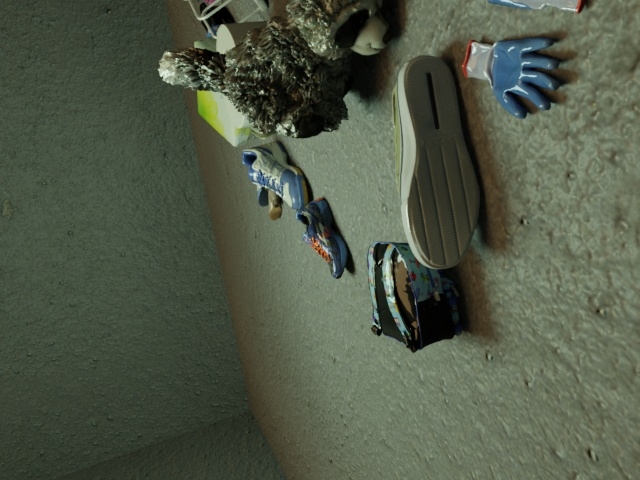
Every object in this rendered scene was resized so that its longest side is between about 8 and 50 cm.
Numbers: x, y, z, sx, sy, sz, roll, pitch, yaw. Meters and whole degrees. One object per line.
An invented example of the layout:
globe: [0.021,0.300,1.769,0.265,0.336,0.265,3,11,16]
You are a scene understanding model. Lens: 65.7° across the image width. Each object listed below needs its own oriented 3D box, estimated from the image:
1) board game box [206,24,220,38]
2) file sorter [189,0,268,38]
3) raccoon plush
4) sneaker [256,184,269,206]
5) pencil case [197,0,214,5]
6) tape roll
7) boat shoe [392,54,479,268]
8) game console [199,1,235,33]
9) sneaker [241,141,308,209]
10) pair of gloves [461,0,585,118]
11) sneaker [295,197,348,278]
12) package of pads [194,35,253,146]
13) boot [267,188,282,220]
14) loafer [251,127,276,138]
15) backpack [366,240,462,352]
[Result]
board game box: [-0.337,-0.604,1.710,0.160,0.047,0.210,53,152,7]
file sorter: [-0.301,-0.699,1.277,0.277,0.173,0.192,46,-168,-52]
raccoon plush: [-0.101,-0.363,0.851,0.216,0.447,0.299,-76,-6,-48]
sneaker: [-0.192,-0.187,1.680,0.059,0.053,0.144,-142,51,-59]
pencil case: [-0.401,-0.927,1.706,0.098,0.095,0.209,102,153,-77]
tape roll: [-0.143,-0.409,1.222,0.246,0.169,0.245,167,90,-71]
boat shoe: [0.161,-0.110,0.724,0.094,0.109,0.302,-176,82,-85]
game console: [-0.378,-0.769,1.809,0.213,0.044,0.361,98,149,-46]
sneaker: [-0.135,-0.173,1.415,0.296,0.131,0.111,-125,31,-43]
pair of gloves: [0.221,-0.245,0.556,0.159,0.023,0.198,-128,30,-49]
sneaker: [0.000,0.000,1.224,0.083,0.087,0.221,107,144,-56]
package of pads: [-0.310,-0.483,1.641,0.229,0.101,0.296,44,150,19]
boot: [-0.156,-0.132,1.640,0.118,0.042,0.086,112,147,-57]
loafer: [-0.167,-0.350,1.472,0.087,0.094,0.251,59,-179,-33]
backpack: [0.148,0.079,0.827,0.158,0.117,0.173,-176,73,-70]
